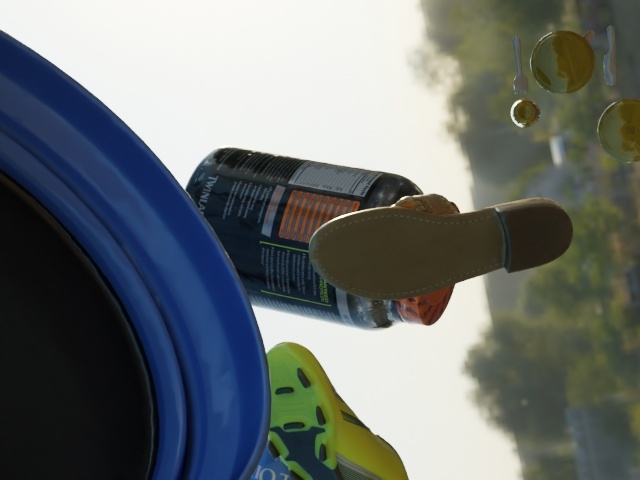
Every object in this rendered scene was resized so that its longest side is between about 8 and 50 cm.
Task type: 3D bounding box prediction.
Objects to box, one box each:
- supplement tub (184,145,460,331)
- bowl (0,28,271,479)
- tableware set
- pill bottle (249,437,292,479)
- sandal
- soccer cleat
[{"bbox_3d":[0.000,0.000,2.096,0.207,0.338,0.207,12,-90,-68],"label":"supplement tub"},{"bbox_3d":[-0.203,0.017,0.815,0.391,0.077,0.391,31,-149,-21],"label":"bowl"},{"bbox_3d":[0.220,-0.110,1.219,0.024,0.154,0.104,-15,-79,-80],"label":"tableware set"},{"bbox_3d":[-0.064,0.316,1.966,0.124,0.124,0.221,29,-103,-80],"label":"pill bottle"},{"bbox_3d":[0.104,-0.004,1.477,0.079,0.240,0.088,-113,17,-70],"label":"sandal"},{"bbox_3d":[0.023,0.224,1.749,0.289,0.093,0.121,61,-144,-15],"label":"soccer cleat"}]
